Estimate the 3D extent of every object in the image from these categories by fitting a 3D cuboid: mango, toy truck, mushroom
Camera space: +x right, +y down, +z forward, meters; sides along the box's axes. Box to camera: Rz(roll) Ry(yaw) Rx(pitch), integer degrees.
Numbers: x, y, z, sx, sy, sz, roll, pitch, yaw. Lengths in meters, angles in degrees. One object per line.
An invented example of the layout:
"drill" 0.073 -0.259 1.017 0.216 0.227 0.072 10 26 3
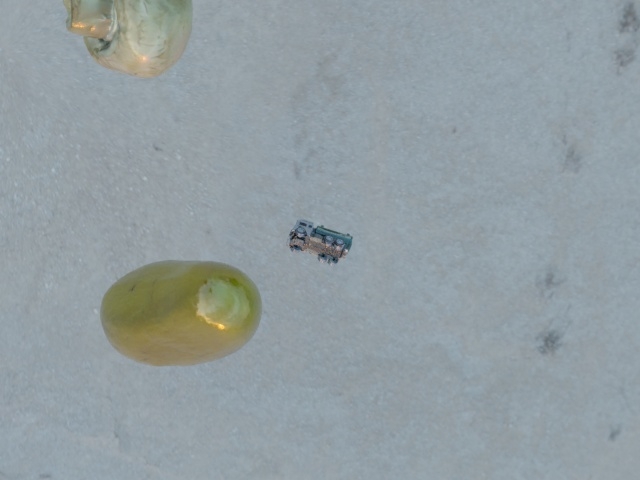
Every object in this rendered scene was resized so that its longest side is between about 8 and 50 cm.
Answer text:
"mango" -0.200 0.111 0.997 0.195 0.331 0.142 33 58 -39
"toy truck" 0.000 0.000 0.889 0.083 0.044 0.039 18 130 0
"mushroom" -0.181 -0.222 0.627 0.112 0.148 0.148 -8 108 -30
